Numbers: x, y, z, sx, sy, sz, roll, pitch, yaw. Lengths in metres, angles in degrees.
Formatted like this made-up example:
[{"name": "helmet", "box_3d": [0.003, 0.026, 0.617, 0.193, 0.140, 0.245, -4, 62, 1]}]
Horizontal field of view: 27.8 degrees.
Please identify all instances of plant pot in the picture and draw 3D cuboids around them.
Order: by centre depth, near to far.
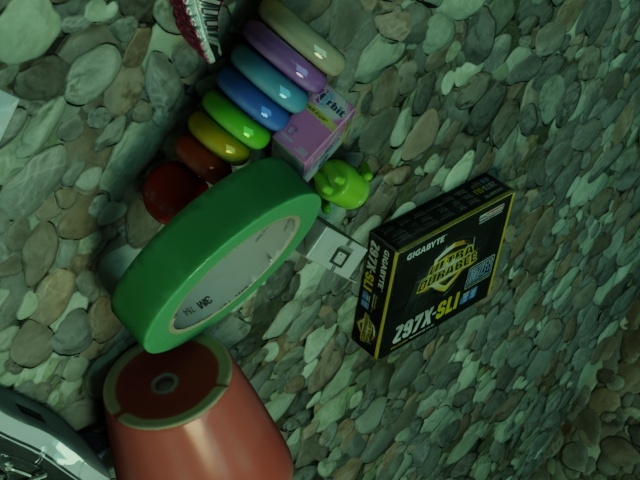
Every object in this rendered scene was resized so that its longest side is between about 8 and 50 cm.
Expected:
[{"name": "plant pot", "box_3d": [-0.197, 0.285, 1.925, 0.275, 0.275, 0.243, -37, 135, -24]}]

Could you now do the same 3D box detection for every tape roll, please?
[{"name": "tape roll", "box_3d": [-0.141, 0.022, 1.791, 0.321, 0.077, 0.321, -41, 168, -10]}]

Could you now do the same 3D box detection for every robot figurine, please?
[{"name": "robot figurine", "box_3d": [0.034, -0.088, 2.028, 0.101, 0.067, 0.115, -42, 152, 14]}]

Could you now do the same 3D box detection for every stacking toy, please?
[{"name": "stacking toy", "box_3d": [-0.119, -0.158, 1.725, 0.330, 0.141, 0.141, -49, 149, 7]}]

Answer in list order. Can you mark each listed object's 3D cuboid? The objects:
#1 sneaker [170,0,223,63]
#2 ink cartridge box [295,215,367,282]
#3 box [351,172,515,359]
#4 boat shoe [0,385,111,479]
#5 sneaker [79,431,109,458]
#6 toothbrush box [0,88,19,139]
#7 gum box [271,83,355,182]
[{"name": "sneaker", "box_3d": [-0.142, -0.295, 1.603, 0.075, 0.063, 0.170, -35, 139, -17]}, {"name": "ink cartridge box", "box_3d": [0.000, 0.000, 2.033, 0.060, 0.104, 0.180, -57, 149, 3]}, {"name": "box", "box_3d": [0.207, 0.047, 2.375, 0.322, 0.079, 0.257, -26, 141, -37]}, {"name": "boat shoe", "box_3d": [-0.409, 0.288, 1.769, 0.105, 0.113, 0.306, -45, 144, 1]}, {"name": "sneaker", "box_3d": [-0.377, 0.337, 1.918, 0.144, 0.053, 0.059, -32, 148, -22]}, {"name": "toothbrush box", "box_3d": [-0.455, -0.055, 1.222, 0.216, 0.126, 0.295, 29, 83, -38]}, {"name": "gum box", "box_3d": [-0.013, -0.146, 1.852, 0.107, 0.062, 0.188, -48, 176, -9]}]
